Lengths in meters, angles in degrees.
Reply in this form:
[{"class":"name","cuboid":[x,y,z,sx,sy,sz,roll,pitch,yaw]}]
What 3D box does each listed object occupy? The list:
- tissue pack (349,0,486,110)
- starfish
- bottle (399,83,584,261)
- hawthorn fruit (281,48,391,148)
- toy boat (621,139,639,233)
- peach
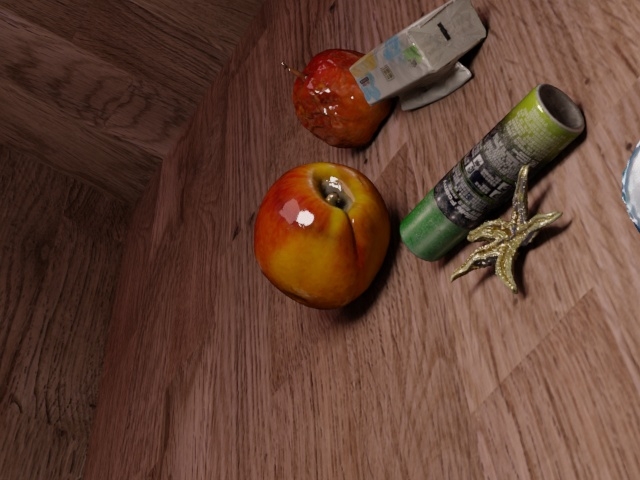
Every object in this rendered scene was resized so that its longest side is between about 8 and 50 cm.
[{"class":"tissue pack","cuboid":[0.191,-0.329,2.010,0.159,0.145,0.229,-36,8,-27]},{"class":"starfish","cuboid":[0.258,0.005,1.505,0.208,0.053,0.175,-47,26,44]},{"class":"bottle","cuboid":[0.244,-0.092,1.605,0.330,0.093,0.093,-46,26,39]},{"class":"hawthorn fruit","cuboid":[0.018,-0.306,2.215,0.207,0.243,0.207,-48,27,35]},{"class":"toy boat","cuboid":[0.453,-0.052,1.060,0.330,0.123,0.215,-5,68,54]},{"class":"peach","cuboid":[0.000,0.000,1.896,0.281,0.238,0.280,173,90,-68]}]
